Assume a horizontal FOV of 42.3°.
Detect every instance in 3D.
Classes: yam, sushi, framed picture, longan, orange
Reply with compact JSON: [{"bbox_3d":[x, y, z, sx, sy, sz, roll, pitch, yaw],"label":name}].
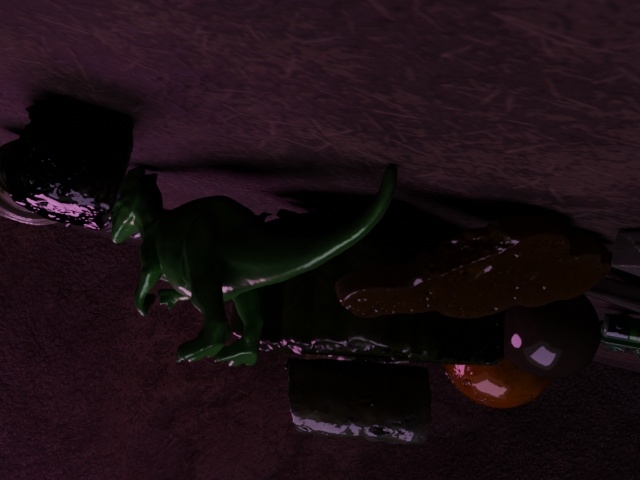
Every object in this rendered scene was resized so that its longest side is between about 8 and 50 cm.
[{"bbox_3d":[0.047,0.215,1.112,0.194,0.107,0.107,6,174,-5],"label":"yam"},{"bbox_3d":[-0.296,-0.084,0.968,0.127,0.124,0.225,16,173,-20],"label":"sushi"},{"bbox_3d":[0.539,0.115,1.106,0.326,0.028,0.446,17,180,44],"label":"framed picture"},{"bbox_3d":[0.376,0.144,1.374,0.189,0.189,0.189,13,173,2],"label":"longan"},{"bbox_3d":[0.366,0.223,1.690,0.240,0.240,0.240,13,173,2],"label":"orange"}]

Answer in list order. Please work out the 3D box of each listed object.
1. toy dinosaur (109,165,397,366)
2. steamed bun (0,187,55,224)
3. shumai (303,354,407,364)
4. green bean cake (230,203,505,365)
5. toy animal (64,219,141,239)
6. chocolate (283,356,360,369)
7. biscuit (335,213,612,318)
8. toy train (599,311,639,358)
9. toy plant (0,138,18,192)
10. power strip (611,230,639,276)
[{"bbox_3d":[-0.108,-0.046,1.058,0.144,0.375,0.500,13,135,-42],"label":"toy dinosaur"},{"bbox_3d":[-0.553,-0.083,1.559,0.182,0.106,0.183,15,172,2],"label":"steamed bun"},{"bbox_3d":[0.118,0.145,1.679,0.288,0.330,0.292,-3,-142,-23],"label":"shumai"},{"bbox_3d":[0.077,0.065,1.174,0.319,0.218,0.335,-2,171,39],"label":"green bean cake"},{"bbox_3d":[-0.397,-0.041,1.708,0.255,0.090,0.170,16,169,-36],"label":"toy animal"},{"bbox_3d":[0.039,0.192,1.236,0.182,0.028,0.086,4,-178,6],"label":"chocolate"},{"bbox_3d":[0.175,0.035,0.930,0.319,0.047,0.183,-12,147,-2],"label":"biscuit"},{"bbox_3d":[0.623,0.176,1.474,0.251,0.085,0.119,9,166,21],"label":"toy train"},{"bbox_3d":[-0.392,-0.101,1.159,0.162,0.093,0.092,7,171,44],"label":"toy plant"},{"bbox_3d":[0.466,0.050,0.892,0.367,0.043,0.106,17,172,-25],"label":"power strip"}]
